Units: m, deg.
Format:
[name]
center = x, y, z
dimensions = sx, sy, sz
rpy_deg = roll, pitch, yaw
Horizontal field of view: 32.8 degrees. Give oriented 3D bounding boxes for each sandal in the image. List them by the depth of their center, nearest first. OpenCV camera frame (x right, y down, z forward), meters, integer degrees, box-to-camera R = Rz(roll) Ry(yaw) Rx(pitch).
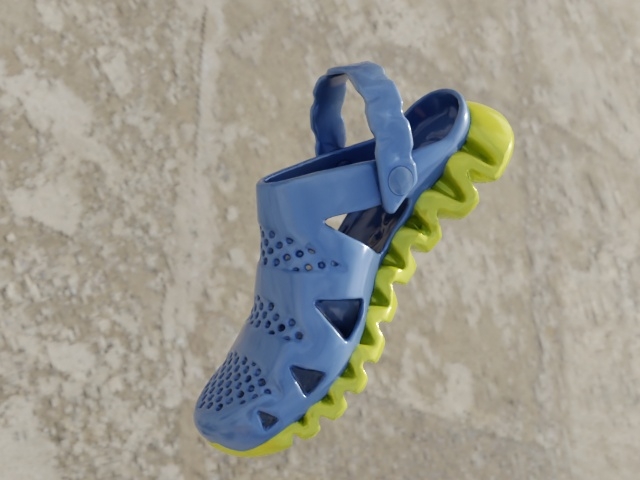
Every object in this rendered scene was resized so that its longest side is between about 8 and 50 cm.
[sandal]
center = 0.000, 0.000, 0.759
dimensions = 0.138, 0.126, 0.317
rpy_deg = 41, 71, -28
